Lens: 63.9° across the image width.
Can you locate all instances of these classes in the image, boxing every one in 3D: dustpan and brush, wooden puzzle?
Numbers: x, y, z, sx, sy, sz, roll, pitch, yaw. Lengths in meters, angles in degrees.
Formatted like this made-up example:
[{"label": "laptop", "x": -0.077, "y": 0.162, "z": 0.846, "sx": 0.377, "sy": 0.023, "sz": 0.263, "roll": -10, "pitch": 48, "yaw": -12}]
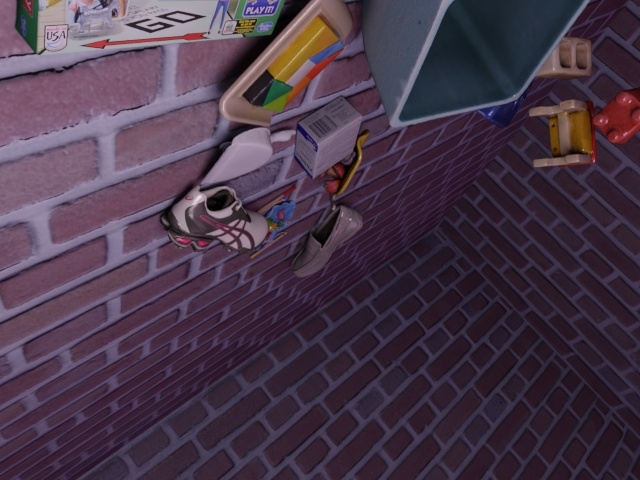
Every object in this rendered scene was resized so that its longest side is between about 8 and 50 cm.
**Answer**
[{"label": "dustpan and brush", "x": -0.119, "y": -0.174, "z": 0.958, "sx": 0.211, "sy": 0.060, "sz": 0.147, "roll": -15, "pitch": 167, "yaw": -40}, {"label": "wooden puzzle", "x": -0.039, "y": -0.274, "z": 0.801, "sx": 0.238, "sy": 0.044, "sz": 0.221, "roll": -47, "pitch": 177, "yaw": 16}]

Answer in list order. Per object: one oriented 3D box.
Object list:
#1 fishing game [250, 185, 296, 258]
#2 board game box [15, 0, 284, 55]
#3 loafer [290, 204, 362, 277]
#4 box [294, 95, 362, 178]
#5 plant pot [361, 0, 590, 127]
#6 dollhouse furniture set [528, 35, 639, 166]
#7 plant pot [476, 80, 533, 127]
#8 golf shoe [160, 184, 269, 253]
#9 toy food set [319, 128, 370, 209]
[{"label": "fishing game", "x": -0.131, "y": -0.031, "z": 1.365, "sx": 0.189, "sy": 0.041, "sz": 0.264, "roll": -36, "pitch": 165, "yaw": -28}, {"label": "board game box", "x": -0.140, "y": -0.308, "z": 0.532, "sx": 0.317, "sy": 0.046, "sz": 0.213, "roll": -28, "pitch": 161, "yaw": -42}, {"label": "loafer", "x": 0.000, "y": 0.000, "z": 1.693, "sx": 0.111, "sy": 0.112, "sz": 0.319, "roll": 27, "pitch": 117, "yaw": -36}, {"label": "box", "x": 0.013, "y": -0.221, "z": 1.112, "sx": 0.126, "sy": 0.072, "sz": 0.137, "roll": -36, "pitch": 164, "yaw": -20}, {"label": "plant pot", "x": 0.193, "y": -0.362, "z": 0.758, "sx": 0.247, "sy": 0.252, "sz": 0.248, "roll": -15, "pitch": 158, "yaw": -17}, {"label": "dollhouse furniture set", "x": 0.447, "y": -0.310, "z": 0.790, "sx": 0.152, "sy": 0.374, "sz": 0.201, "roll": -10, "pitch": -173, "yaw": -35}, {"label": "plant pot", "x": 0.397, "y": -0.422, "z": 1.208, "sx": 0.212, "sy": 0.236, "sz": 0.236, "roll": -53, "pitch": 161, "yaw": 22}, {"label": "golf shoe", "x": -0.181, "y": -0.043, "z": 1.030, "sx": 0.120, "sy": 0.105, "sz": 0.273, "roll": -50, "pitch": 157, "yaw": 23}, {"label": "toy food set", "x": 0.042, "y": -0.186, "z": 1.258, "sx": 0.128, "sy": 0.071, "sz": 0.218, "roll": -89, "pitch": -156, "yaw": -58}]
